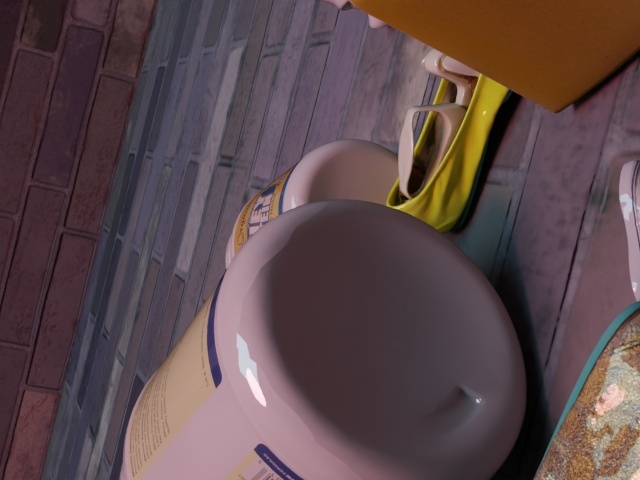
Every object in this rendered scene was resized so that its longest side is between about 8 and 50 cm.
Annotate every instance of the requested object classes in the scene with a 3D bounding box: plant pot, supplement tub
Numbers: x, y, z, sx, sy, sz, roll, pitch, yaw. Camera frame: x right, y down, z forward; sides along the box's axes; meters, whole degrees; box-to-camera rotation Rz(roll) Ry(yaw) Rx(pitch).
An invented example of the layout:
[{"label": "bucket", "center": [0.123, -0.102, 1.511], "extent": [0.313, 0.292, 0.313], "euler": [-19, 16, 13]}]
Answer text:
[{"label": "plant pot", "center": [0.157, -0.244, 0.643], "extent": [0.187, 0.212, 0.212], "euler": [-25, 54, 47]}, {"label": "supplement tub", "center": [0.000, 0.000, 0.935], "extent": [0.199, 0.144, 0.144], "euler": [149, 130, -61]}, {"label": "supplement tub", "center": [-0.018, 0.145, 0.777], "extent": [0.325, 0.235, 0.235], "euler": [129, 147, -47]}]

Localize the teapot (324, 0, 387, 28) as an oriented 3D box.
[{"label": "teapot", "center": [0.060, -0.297, 0.908], "extent": [0.252, 0.256, 0.187], "euler": [-27, 94, 37]}]

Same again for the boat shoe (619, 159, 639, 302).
[{"label": "boat shoe", "center": [0.206, -0.007, 0.600], "extent": [0.035, 0.035, 0.100], "euler": [-18, 53, 33]}]

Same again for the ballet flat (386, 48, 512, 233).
[{"label": "ballet flat", "center": [0.113, -0.116, 0.818], "extent": [0.077, 0.077, 0.231], "euler": [44, 118, 64]}]

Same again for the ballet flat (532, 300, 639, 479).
[{"label": "ballet flat", "center": [0.143, 0.197, 0.536], "extent": [0.123, 0.123, 0.349], "euler": [-118, 46, -59]}]
